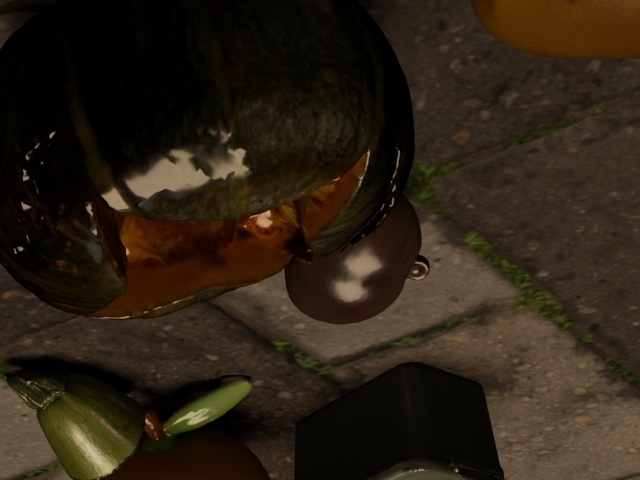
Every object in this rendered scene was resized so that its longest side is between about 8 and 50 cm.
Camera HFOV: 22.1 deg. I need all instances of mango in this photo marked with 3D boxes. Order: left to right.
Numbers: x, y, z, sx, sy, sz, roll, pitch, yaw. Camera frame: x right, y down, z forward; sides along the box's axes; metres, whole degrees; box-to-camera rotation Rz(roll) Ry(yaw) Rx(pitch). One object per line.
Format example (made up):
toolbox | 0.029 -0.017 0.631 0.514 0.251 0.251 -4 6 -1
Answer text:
mango | 0.217 -0.191 1.066 0.254 0.139 0.175 -6 146 13

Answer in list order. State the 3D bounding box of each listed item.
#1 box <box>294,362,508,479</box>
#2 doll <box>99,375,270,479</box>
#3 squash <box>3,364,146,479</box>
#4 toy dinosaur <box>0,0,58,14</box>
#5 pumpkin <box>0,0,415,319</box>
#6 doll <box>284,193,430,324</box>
box | 0.079 0.238 1.755 0.163 0.135 0.243 22 140 -35
doll | -0.156 0.262 1.733 0.213 0.213 0.236 -8 111 4
squash | -0.252 0.163 1.643 0.105 0.105 0.132 -21 127 24
toy dinosaur | -0.161 -0.170 1.138 0.180 0.037 0.058 -1 144 -8
pumpkin | -0.093 -0.067 1.135 0.320 0.192 0.320 -17 160 -6
doll | 0.002 -0.008 1.393 0.188 0.096 0.145 38 117 -16
